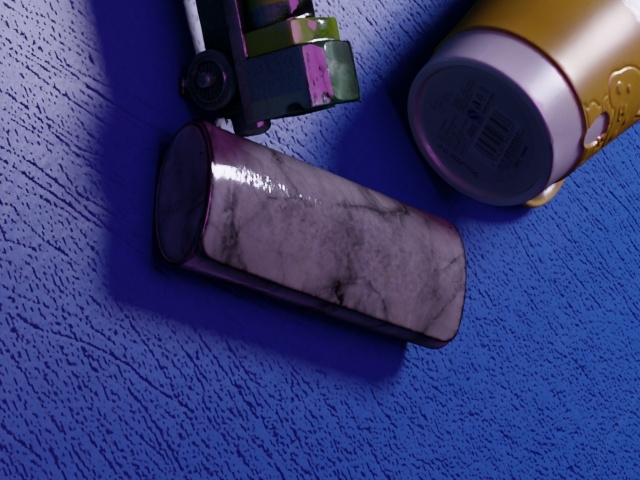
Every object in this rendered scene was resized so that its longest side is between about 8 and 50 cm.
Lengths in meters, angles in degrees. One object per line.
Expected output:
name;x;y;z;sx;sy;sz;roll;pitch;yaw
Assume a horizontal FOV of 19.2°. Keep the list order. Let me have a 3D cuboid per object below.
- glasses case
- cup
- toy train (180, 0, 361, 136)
glasses case;0.000;0.000;1.469;0.299;0.060;0.114;20;66;-44
cup;0.195;-0.125;1.659;0.226;0.185;0.241;-42;143;-40
toy train;-0.047;-0.181;1.411;0.083;0.132;0.200;-16;94;-50
